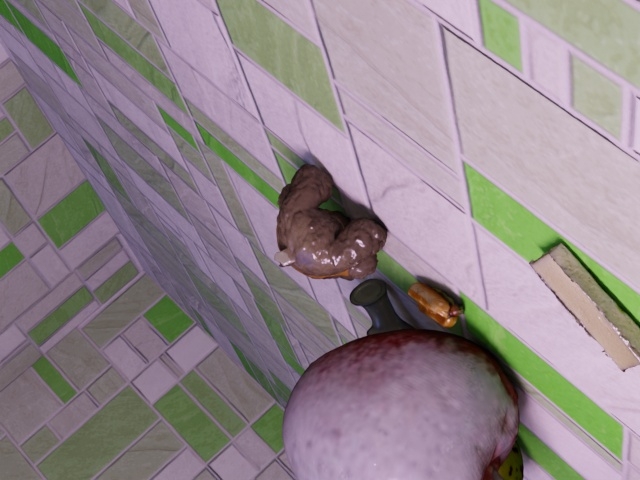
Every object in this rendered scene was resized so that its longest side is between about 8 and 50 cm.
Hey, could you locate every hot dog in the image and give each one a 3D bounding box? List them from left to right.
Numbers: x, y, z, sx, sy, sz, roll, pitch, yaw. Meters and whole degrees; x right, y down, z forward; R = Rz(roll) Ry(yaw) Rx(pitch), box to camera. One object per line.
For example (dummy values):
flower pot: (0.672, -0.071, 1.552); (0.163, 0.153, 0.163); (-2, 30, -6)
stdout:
hot dog: (0.160, 0.085, 1.703); (0.056, 0.041, 0.133); (53, 174, -20)

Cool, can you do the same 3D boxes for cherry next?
cherry: (0.109, 0.285, 1.727); (0.291, 0.334, 0.326); (70, -163, -57)

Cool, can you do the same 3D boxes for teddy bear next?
teddy bear: (0.000, 0.000, 1.778); (0.177, 0.140, 0.190); (42, 174, 12)

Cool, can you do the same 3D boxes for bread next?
bread: (0.278, 0.068, 1.280); (0.154, 0.028, 0.068); (48, 167, 5)

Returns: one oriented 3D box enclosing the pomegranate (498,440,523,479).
pomegranate: (0.197, 0.342, 1.949); (0.246, 0.198, 0.198); (27, 158, 32)

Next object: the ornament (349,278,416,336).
ornament: (0.106, 0.140, 1.939); (0.156, 0.081, 0.075); (59, 169, -24)
